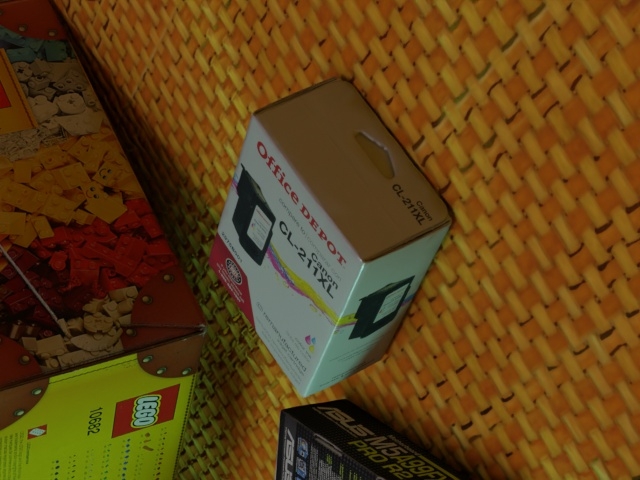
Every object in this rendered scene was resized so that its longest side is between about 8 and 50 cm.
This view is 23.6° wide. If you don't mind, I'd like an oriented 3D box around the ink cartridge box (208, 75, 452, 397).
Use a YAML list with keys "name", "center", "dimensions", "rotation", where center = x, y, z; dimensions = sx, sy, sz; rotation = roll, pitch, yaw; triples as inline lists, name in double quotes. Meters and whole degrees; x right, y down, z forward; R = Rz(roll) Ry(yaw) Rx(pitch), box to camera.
- name: "ink cartridge box"
  center: [0.000, 0.000, 0.995]
  dimensions: [0.127, 0.072, 0.175]
  rotation: [54, 151, 21]

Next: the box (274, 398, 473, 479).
- name: "box"
  center: [0.039, 0.274, 1.068]
  dimensions: [0.216, 0.060, 0.270]
  rotation: [25, 115, 54]

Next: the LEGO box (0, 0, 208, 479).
- name: "LEGO box"
  center: [-0.283, 0.100, 1.365]
  dimensions: [0.372, 0.193, 0.500]
  rotation: [61, 153, 30]
